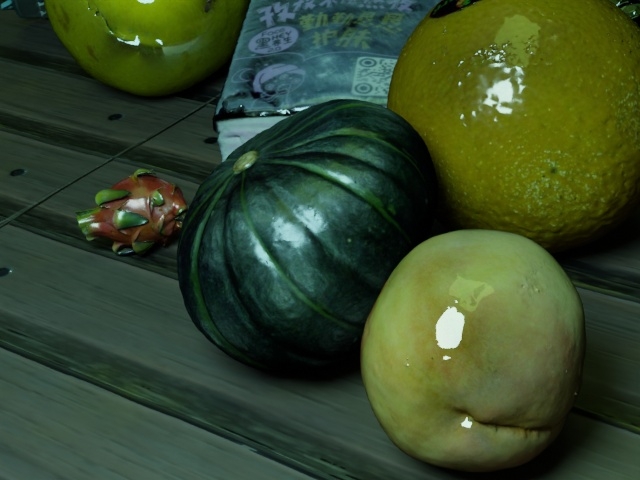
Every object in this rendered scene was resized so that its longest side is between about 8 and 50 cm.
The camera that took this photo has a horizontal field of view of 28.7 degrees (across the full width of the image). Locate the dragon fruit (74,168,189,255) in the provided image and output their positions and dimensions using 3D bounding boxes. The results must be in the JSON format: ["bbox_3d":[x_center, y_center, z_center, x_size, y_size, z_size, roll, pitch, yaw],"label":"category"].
[{"bbox_3d":[-0.193,-0.026,1.292,0.116,0.086,0.081,-22,43,5],"label":"dragon fruit"}]

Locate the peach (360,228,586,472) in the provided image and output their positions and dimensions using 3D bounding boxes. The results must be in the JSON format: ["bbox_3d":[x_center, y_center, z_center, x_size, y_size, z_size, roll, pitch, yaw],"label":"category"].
[{"bbox_3d":[0.113,0.085,0.939,0.184,0.184,0.184,-6,30,3],"label":"peach"}]

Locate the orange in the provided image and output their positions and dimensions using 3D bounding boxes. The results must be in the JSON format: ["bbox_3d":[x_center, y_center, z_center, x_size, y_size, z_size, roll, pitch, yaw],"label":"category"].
[{"bbox_3d":[0.192,-0.119,1.179,0.274,0.274,0.274,-6,30,3],"label":"orange"}]

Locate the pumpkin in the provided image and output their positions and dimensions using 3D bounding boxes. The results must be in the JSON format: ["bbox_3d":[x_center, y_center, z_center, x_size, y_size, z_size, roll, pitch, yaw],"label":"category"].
[{"bbox_3d":[0.000,0.000,1.072,0.216,0.250,0.250,30,25,-18],"label":"pumpkin"}]

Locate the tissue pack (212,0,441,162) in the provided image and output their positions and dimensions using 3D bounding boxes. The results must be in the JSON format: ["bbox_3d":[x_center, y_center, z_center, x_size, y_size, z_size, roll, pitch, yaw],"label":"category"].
[{"bbox_3d":[0.029,-0.207,1.474,0.259,0.122,0.361,-1,37,8],"label":"tissue pack"}]

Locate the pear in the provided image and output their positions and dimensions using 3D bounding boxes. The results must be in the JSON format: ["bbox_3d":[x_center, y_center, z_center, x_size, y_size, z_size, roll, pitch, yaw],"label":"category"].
[{"bbox_3d":[-0.209,-0.327,1.643,0.285,0.285,0.336,2,8,17],"label":"pear"}]

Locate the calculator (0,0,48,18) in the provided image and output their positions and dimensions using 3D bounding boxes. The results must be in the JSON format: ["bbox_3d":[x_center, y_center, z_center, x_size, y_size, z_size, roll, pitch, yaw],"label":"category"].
[{"bbox_3d":[-0.297,-0.413,1.891,0.386,0.054,0.256,-21,0,-10],"label":"calculator"}]

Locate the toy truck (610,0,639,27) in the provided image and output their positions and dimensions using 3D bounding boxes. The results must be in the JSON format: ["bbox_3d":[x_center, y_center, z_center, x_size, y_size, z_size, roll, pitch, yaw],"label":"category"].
[{"bbox_3d":[0.321,-0.248,1.519,0.127,0.127,0.257,-27,33,-3],"label":"toy truck"}]
